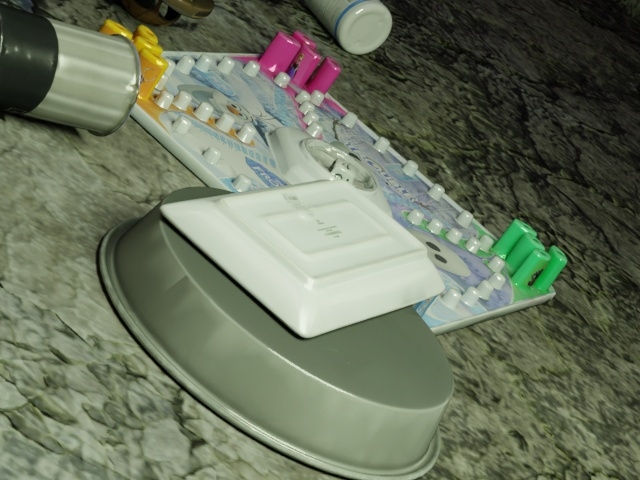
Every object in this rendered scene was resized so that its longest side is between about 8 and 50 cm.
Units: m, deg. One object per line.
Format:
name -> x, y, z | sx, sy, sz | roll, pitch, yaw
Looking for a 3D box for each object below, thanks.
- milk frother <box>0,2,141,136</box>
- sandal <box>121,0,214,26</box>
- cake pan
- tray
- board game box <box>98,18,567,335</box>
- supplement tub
milk frother -> -0.213, -0.169, 1.427 | 0.135, 0.143, 0.129 | 12, 23, -44
sandal -> -0.170, -0.246, 1.810 | 0.090, 0.060, 0.219 | 27, 6, -33
cake pan -> -0.022, 0.058, 1.348 | 0.293, 0.054, 0.293 | 30, 20, -12
tray -> 0.000, 0.000, 1.391 | 0.145, 0.030, 0.270 | 40, 20, 16
board game box -> 0.018, -0.068, 1.704 | 0.390, 0.050, 0.390 | 41, 21, 18
supplement tub -> 0.031, -0.272, 2.158 | 0.071, 0.071, 0.107 | 17, 27, -41
